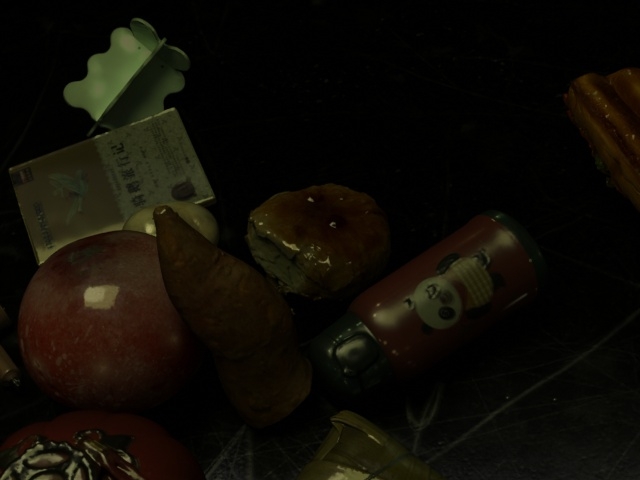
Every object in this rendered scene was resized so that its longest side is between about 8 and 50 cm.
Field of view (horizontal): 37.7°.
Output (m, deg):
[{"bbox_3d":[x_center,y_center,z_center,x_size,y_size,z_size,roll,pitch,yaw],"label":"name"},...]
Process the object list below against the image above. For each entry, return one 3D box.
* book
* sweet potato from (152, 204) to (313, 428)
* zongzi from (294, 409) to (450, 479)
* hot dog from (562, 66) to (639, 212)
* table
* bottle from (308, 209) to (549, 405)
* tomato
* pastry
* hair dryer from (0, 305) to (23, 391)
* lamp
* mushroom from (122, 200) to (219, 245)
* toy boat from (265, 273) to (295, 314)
[{"bbox_3d":[-0.357,-0.095,1.598,0.310,0.021,0.217,-22,62,-9],"label":"book"},{"bbox_3d":[-0.111,0.086,1.197,0.131,0.337,0.131,-17,32,11],"label":"sweet potato"},{"bbox_3d":[0.066,0.347,1.080,0.256,0.115,0.228,31,63,22],"label":"zongzi"},{"bbox_3d":[0.494,-0.136,1.427,0.158,0.117,0.349,-14,44,-8],"label":"hot dog"},{"bbox_3d":[-0.359,-0.281,1.725,0.166,0.166,0.198,18,61,26],"label":"table"},{"bbox_3d":[0.140,0.100,1.267,0.336,0.144,0.144,-33,49,-15],"label":"bottle"},{"bbox_3d":[-0.282,0.105,1.285,0.270,0.227,0.270,-8,37,6],"label":"tomato"},{"bbox_3d":[0.000,0.000,1.376,0.218,0.100,0.229,0,45,-16],"label":"pastry"},{"bbox_3d":[-0.497,0.166,1.396,0.117,0.064,0.181,-36,56,-20],"label":"hair dryer"},{"bbox_3d":[-0.266,0.334,1.048,0.303,0.257,0.303,-5,49,6],"label":"lamp"},{"bbox_3d":[-0.232,0.002,1.454,0.154,0.122,0.154,-5,6,1],"label":"mushroom"},{"bbox_3d":[-0.055,0.064,1.400,0.049,0.047,0.149,-4,46,8],"label":"toy boat"}]
